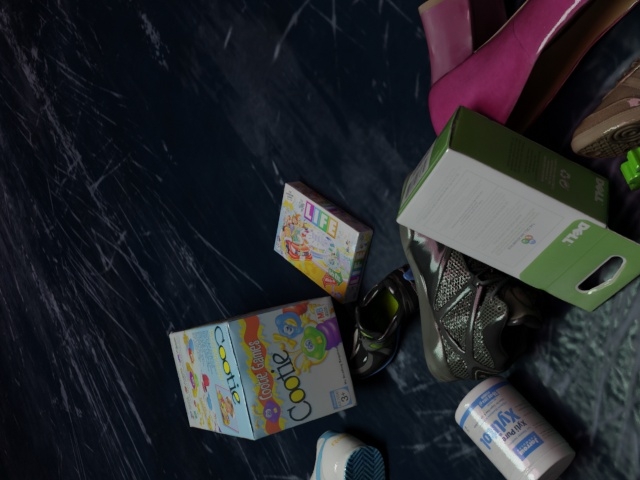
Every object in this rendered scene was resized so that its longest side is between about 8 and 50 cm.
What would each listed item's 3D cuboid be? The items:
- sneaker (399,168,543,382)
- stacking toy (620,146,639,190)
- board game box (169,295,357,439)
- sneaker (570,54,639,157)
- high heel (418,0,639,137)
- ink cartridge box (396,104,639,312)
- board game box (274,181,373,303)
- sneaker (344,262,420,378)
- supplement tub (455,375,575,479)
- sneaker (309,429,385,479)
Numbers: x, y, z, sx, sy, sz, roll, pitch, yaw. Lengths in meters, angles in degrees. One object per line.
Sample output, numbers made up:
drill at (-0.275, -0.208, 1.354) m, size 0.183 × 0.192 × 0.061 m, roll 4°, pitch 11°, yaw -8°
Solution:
sneaker at (0.156, 0.028, 0.777) m, size 0.130 × 0.087 × 0.228 m, roll -14°, pitch 84°, yaw 43°
stacking toy at (0.292, -0.025, 0.543) m, size 0.221 × 0.052 × 0.167 m, roll 72°, pitch -179°, yaw -70°
board game box at (-0.088, 0.168, 1.021) m, size 0.275 × 0.142 × 0.144 m, roll -20°, pitch 83°, yaw 64°
sneaker at (0.282, -0.131, 0.611) m, size 0.188 × 0.066 × 0.071 m, roll -30°, pitch 58°, yaw 45°
high heel at (0.232, -0.161, 0.619) m, size 0.377 × 0.127 × 0.181 m, roll -9°, pitch 96°, yaw 60°
ink cartridge box at (0.187, -0.024, 0.693) m, size 0.209 × 0.062 × 0.109 m, roll 25°, pitch 140°, yaw -5°
board game box at (0.000, 0.000, 1.006) m, size 0.154 × 0.026 × 0.103 m, roll 36°, pitch 124°, yaw 41°
sneaker at (0.064, 0.097, 0.908) m, size 0.067 × 0.078 × 0.188 m, roll 53°, pitch 137°, yaw 27°
supplement tub at (0.195, 0.197, 0.776) m, size 0.107 × 0.071 × 0.071 m, roll 47°, pitch 131°, yaw 34°
sneaker at (0.031, 0.366, 1.018) m, size 0.092 × 0.087 × 0.229 m, roll 18°, pitch 105°, yaw 56°
